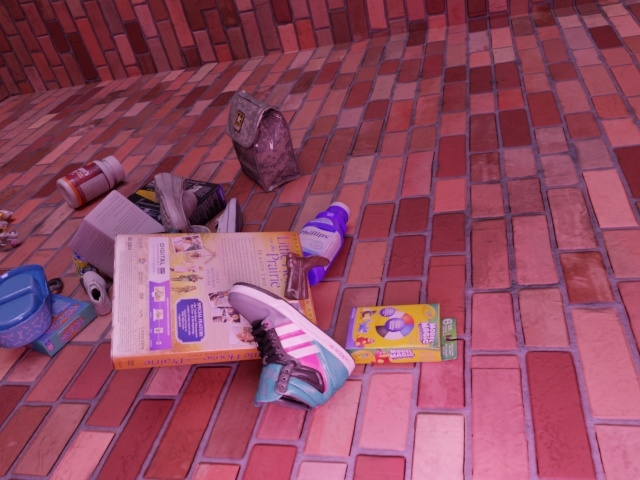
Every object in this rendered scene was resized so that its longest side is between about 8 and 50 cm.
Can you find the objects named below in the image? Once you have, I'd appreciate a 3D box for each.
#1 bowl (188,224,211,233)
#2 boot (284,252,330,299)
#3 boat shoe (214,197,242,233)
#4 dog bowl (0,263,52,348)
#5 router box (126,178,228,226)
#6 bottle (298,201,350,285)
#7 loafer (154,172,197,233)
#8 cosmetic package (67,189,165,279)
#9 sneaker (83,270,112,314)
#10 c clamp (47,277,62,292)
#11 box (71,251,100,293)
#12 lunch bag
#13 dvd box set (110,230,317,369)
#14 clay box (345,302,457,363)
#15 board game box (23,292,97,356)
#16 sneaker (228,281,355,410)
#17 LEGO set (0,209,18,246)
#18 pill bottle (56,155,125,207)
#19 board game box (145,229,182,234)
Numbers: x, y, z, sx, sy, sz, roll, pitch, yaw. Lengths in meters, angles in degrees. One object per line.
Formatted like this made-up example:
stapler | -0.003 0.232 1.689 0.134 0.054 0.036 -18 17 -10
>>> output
bowl | -0.377 0.036 1.627 0.170 0.080 0.170 -10 34 7
boot | -0.028 0.086 1.274 0.106 0.037 0.114 5 55 -12
boat shoe | -0.279 -0.051 1.713 0.076 0.083 0.226 -11 34 3
dog bowl | -0.785 0.171 1.507 0.166 0.074 0.297 -24 34 -14
router box | -0.496 -0.107 1.882 0.309 0.081 0.243 12 43 35
bottle | 0.000 0.000 1.522 0.118 0.092 0.283 9 40 24
loafer | -0.414 -0.109 1.686 0.111 0.112 0.319 -6 37 -20
cosmetic package | -0.574 -0.009 1.633 0.151 0.184 0.151 -41 16 39
sneaker | -0.607 0.130 1.562 0.054 0.061 0.152 -28 54 -17
c clamp | -0.813 0.161 1.665 0.161 0.022 0.137 -38 30 -31
box | -0.685 0.083 1.696 0.054 0.059 0.169 -24 35 -18
lunch bag | -0.204 -0.343 1.930 0.169 0.287 0.235 -27 36 -18
dvd box set | -0.231 0.116 1.260 0.420 0.062 0.307 -2 54 -16
clay box | 0.170 0.193 1.210 0.222 0.053 0.127 -6 35 15
board game box | -0.723 0.215 1.528 0.210 0.047 0.160 8 40 32
sneaker | -0.092 0.228 1.118 0.295 0.124 0.178 37 58 -3
LEGO set | -1.156 -0.028 2.041 0.132 0.107 0.287 7 14 -35
pill bottle | -0.852 -0.223 2.154 0.121 0.121 0.221 20 47 41
board game box | -0.419 0.071 1.526 0.126 0.186 0.026 -8 -8 10
